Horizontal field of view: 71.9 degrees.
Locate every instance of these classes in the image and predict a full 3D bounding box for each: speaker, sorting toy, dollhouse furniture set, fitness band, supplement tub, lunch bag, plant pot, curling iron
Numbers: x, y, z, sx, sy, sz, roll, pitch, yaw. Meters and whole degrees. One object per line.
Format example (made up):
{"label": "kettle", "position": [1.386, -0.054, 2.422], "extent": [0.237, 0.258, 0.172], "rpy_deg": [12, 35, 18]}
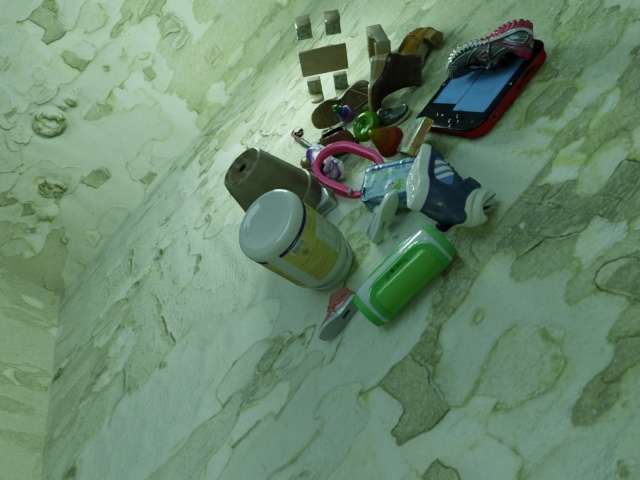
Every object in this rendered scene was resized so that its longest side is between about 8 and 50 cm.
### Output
{"label": "speaker", "position": [0.229, 0.097, 1.216], "extent": [0.296, 0.131, 0.131], "rpy_deg": [-45, 36, 7]}
{"label": "sorting toy", "position": [0.158, -0.448, 1.708], "extent": [0.365, 0.126, 0.127], "rpy_deg": [47, 115, 40]}
{"label": "dollhouse furniture set", "position": [0.104, -0.820, 1.997], "extent": [0.395, 0.361, 0.256], "rpy_deg": [-10, 42, 3]}
{"label": "fitness band", "position": [0.105, -0.269, 1.652], "extent": [0.291, 0.054, 0.208], "rpy_deg": [28, 76, 30]}
{"label": "supplement tub", "position": [-0.069, 0.011, 1.416], "extent": [0.241, 0.331, 0.240], "rpy_deg": [-20, 53, 30]}
{"label": "lunch bag", "position": [0.245, -0.188, 1.464], "extent": [0.219, 0.090, 0.175], "rpy_deg": [-6, 52, 31]}
{"label": "plant pot", "position": [-0.207, -0.200, 1.710], "extent": [0.323, 0.280, 0.322], "rpy_deg": [-27, 44, 29]}
{"label": "curling iron", "position": [-0.085, -0.499, 2.166], "extent": [0.068, 0.035, 0.274], "rpy_deg": [-45, 36, 8]}

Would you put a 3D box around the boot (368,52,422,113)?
{"label": "boot", "position": [0.303, -0.630, 1.796], "extent": [0.207, 0.248, 0.090], "rpy_deg": [6, 28, 14]}

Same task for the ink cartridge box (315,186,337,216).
{"label": "ink cartridge box", "position": [-0.088, -0.144, 1.826], "extent": [0.296, 0.066, 0.261], "rpy_deg": [-38, 38, 15]}

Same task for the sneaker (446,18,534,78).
{"label": "sneaker", "position": [0.537, -0.596, 1.434], "extent": [0.299, 0.121, 0.111], "rpy_deg": [-11, 79, 55]}

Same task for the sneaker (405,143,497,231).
{"label": "sneaker", "position": [0.377, -0.149, 1.263], "extent": [0.322, 0.237, 0.130], "rpy_deg": [-71, -1, -53]}

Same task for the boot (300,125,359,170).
{"label": "boot", "position": [0.011, -0.402, 1.910], "extent": [0.306, 0.115, 0.112], "rpy_deg": [-21, 47, 36]}

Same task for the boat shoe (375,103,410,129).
{"label": "boat shoe", "position": [0.249, -0.489, 1.764], "extent": [0.224, 0.073, 0.080], "rpy_deg": [-16, 50, 40]}

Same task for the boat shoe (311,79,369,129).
{"label": "boat shoe", "position": [0.110, -0.610, 2.007], "extent": [0.342, 0.123, 0.123], "rpy_deg": [-27, -2, 36]}

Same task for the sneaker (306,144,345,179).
{"label": "sneaker", "position": [-0.003, -0.315, 1.802], "extent": [0.105, 0.095, 0.236], "rpy_deg": [-22, 44, -25]}

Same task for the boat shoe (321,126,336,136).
{"label": "boat shoe", "position": [0.055, -0.483, 1.979], "extent": [0.064, 0.060, 0.178], "rpy_deg": [-55, 36, -6]}

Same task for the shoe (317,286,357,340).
{"label": "shoe", "position": [0.046, 0.224, 1.359], "extent": [0.178, 0.063, 0.081], "rpy_deg": [-48, 34, -6]}

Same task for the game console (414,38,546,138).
{"label": "game console", "position": [0.530, -0.522, 1.507], "extent": [0.386, 0.060, 0.342], "rpy_deg": [-51, 36, -2]}

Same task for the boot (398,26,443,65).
{"label": "boot", "position": [0.375, -0.798, 1.901], "extent": [0.295, 0.104, 0.211], "rpy_deg": [-42, 30, 7]}

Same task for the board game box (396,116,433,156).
{"label": "board game box", "position": [0.313, -0.348, 1.481], "extent": [0.259, 0.039, 0.124], "rpy_deg": [-95, 31, -76]}

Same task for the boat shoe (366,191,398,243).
{"label": "boat shoe", "position": [0.193, -0.080, 1.412], "extent": [0.063, 0.066, 0.184], "rpy_deg": [45, 135, 41]}
